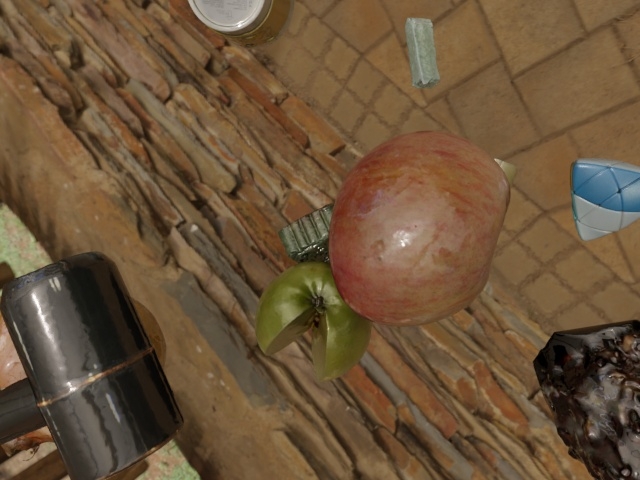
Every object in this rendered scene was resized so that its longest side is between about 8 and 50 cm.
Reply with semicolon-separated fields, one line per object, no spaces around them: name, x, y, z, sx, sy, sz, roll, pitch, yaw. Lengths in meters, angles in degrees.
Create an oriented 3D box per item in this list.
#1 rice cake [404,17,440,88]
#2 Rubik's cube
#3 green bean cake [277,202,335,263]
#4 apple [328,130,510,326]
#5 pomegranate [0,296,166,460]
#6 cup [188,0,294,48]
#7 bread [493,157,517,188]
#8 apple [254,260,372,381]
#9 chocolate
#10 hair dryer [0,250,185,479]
rice cake;0.276;-0.505;1.281;0.063;0.069;0.206;146;118;-71
Rubik's cube;0.732;-0.119;1.272;0.254;0.254;0.254;20;123;34
green bean cake;0.000;0.000;1.268;0.173;0.181;0.094;-28;65;8
apple;0.179;-0.016;0.808;0.269;0.345;0.344;5;114;36
pomegranate;-0.471;0.239;0.884;0.338;0.338;0.338;20;123;34
cup;-0.129;-0.482;0.913;0.241;0.226;0.185;-14;108;11
bread;0.539;-0.186;1.519;0.134;0.148;0.141;23;97;53
apple;-0.014;0.191;1.146;0.292;0.292;0.254;44;154;16
chocolate;0.276;0.170;0.416;0.156;0.133;0.156;8;120;15
hair dryer;-0.316;0.155;0.472;0.352;0.107;0.189;-23;89;19
